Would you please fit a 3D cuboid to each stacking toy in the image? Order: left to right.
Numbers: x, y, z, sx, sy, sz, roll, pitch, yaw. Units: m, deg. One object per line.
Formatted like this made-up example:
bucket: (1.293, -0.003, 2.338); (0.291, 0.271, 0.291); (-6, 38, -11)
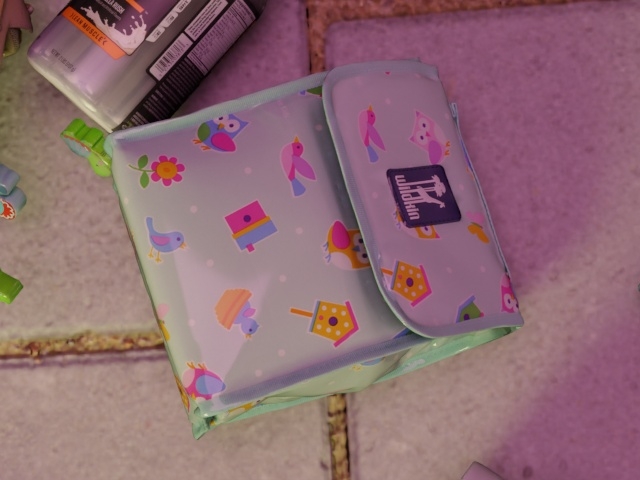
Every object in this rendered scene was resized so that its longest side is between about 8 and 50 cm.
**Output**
stacking toy: (-0.283, -0.054, 1.156); (0.221, 0.052, 0.167); (27, 53, 9)

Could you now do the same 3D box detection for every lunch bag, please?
lunch bag: (0.000, 0.000, 1.107); (0.262, 0.160, 0.223); (-17, 76, -8)

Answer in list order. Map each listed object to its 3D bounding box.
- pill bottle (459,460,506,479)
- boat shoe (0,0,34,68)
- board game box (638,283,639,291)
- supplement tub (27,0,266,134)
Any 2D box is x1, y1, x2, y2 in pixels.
pill bottle: (0.189, 0.271, 1.045); (0.272, 0.152, 0.152); (34, 86, 10)
boat shoe: (-0.275, -0.171, 1.159); (0.109, 0.098, 0.302); (-32, 39, 32)
board game box: (0.405, 0.124, 1.089); (0.242, 0.064, 0.317); (-25, 80, 2)
supplement tub: (-0.122, -0.173, 1.164); (0.117, 0.117, 0.190); (40, 87, 10)
